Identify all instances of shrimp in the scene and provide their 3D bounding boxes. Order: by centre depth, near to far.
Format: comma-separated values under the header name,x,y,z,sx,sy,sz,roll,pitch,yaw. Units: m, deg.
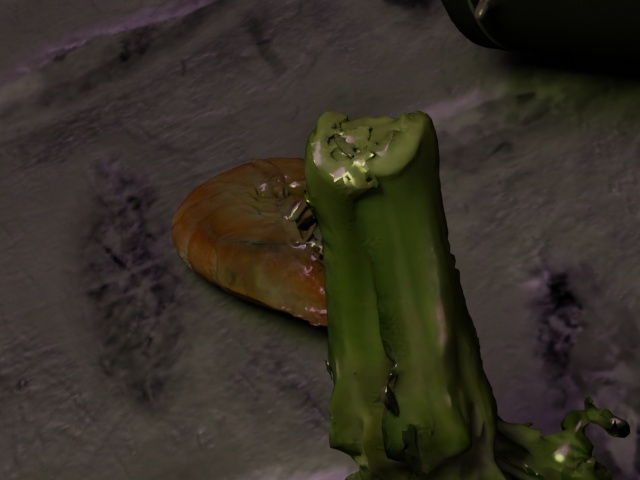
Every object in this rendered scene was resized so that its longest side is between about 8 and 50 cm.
name,x,y,z,sx,sy,sz,roll,pitch,yaw
shrimp,0.000,0.003,1.131,0.133,0.053,0.236,-27,36,-30

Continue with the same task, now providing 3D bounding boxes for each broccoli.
name,x,y,z,sx,sy,sz,roll,pitch,yaw
broccoli,0.044,0.071,0.857,0.145,0.304,0.165,17,42,37

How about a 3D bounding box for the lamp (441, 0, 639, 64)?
name,x,y,z,sx,sy,sz,roll,pitch,yaw
lamp,0.190,-0.204,1.107,0.272,0.205,0.374,-2,32,18
